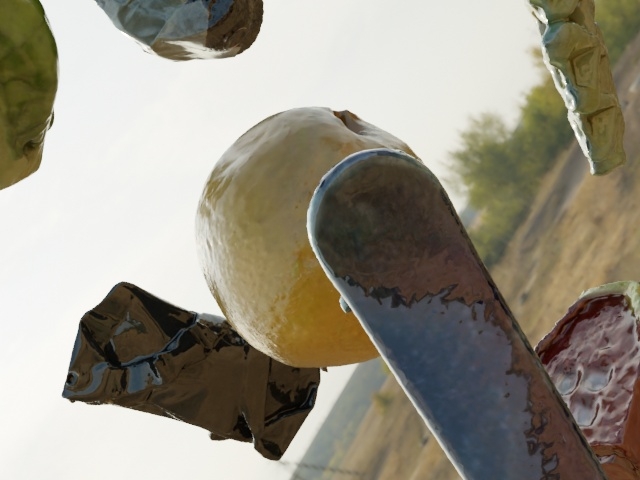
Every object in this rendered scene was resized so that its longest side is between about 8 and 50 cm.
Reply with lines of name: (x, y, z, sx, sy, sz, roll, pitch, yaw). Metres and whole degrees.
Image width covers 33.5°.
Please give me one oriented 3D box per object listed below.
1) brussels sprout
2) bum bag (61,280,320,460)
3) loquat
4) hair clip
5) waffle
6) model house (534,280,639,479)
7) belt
brussels sprout: (-0.397, -0.171, 1.183, 0.210, 0.219, 0.271, -129, 27, -58)
bum bag: (-0.112, 0.126, 0.991, 0.060, 0.248, 0.123, 28, 97, 57)
loquat: (0.000, 0.000, 0.835, 0.208, 0.208, 0.208, -58, -7, -11)
hair clip: (0.077, 0.098, 0.327, 0.048, 0.275, 0.083, -28, -13, -3)
waffle: (0.230, -0.223, 1.004, 0.291, 0.056, 0.309, -84, -28, -50)
model house: (0.325, 0.178, 1.106, 0.160, 0.196, 0.254, -14, 40, 50)
belt: (-0.207, -0.350, 1.349, 0.184, 0.289, 0.164, -47, -14, 11)
